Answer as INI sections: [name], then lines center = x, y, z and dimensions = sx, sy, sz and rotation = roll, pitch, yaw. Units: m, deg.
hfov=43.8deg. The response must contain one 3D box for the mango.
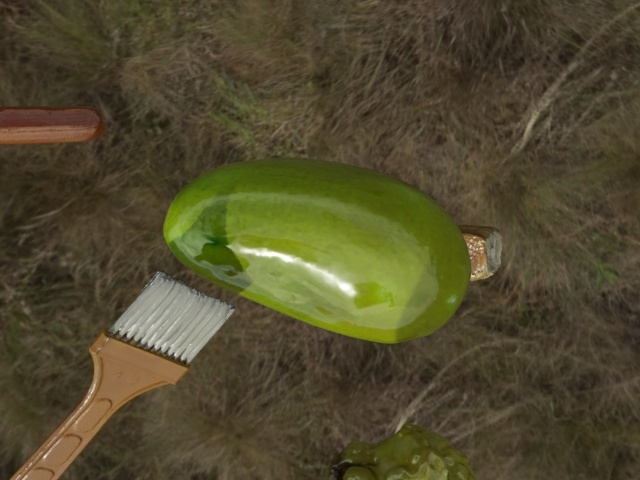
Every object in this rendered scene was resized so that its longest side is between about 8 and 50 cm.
[mango]
center = 0.004, -0.001, 0.730
dimensions = 0.273, 0.185, 0.149
rotation = 17, 103, 7

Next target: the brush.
[brush]
center = -0.197, 0.153, 0.651
dimensions = 0.314, 0.017, 0.090
rotation = -48, 131, 11

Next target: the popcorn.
[popcorn]
center = 0.127, 0.387, 1.156
dimensions = 0.255, 0.195, 0.256
rotation = 8, 127, -17

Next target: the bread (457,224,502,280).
[bread]
center = 0.202, 0.020, 1.076
dimensions = 0.070, 0.083, 0.077
rotation = 7, 101, 29

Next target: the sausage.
[sausage]
center = -0.304, -0.127, 0.880
dimensions = 0.131, 0.039, 0.041
rotation = -4, 70, -21
